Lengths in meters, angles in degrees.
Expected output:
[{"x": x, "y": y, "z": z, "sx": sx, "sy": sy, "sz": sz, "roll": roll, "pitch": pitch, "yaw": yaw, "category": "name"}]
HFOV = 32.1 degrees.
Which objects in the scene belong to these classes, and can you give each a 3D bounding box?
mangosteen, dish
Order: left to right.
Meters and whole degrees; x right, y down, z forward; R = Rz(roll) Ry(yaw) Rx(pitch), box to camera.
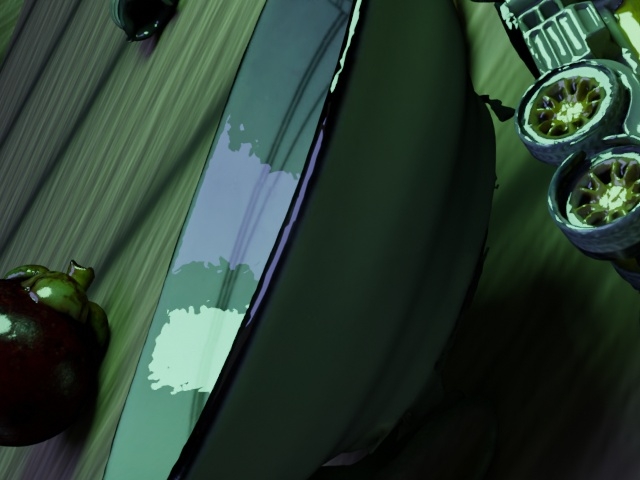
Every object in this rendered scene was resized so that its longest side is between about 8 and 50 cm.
[{"x": -0.285, "y": 0.102, "z": 1.076, "sx": 0.200, "sy": 0.200, "sz": 0.200, "roll": -44, "pitch": 36, "yaw": 44, "category": "mangosteen"}, {"x": 0.000, "y": 0.000, "z": 0.500, "sx": 0.316, "sy": 0.106, "sz": 0.316, "roll": -160, "pitch": 90, "yaw": -77, "category": "dish"}]

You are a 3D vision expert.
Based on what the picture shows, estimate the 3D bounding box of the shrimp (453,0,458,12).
[{"x": 0.042, "y": -0.087, "z": 0.668, "sx": 0.115, "sy": 0.051, "sz": 0.217, "roll": 130, "pitch": 148, "yaw": -49, "category": "shrimp"}]

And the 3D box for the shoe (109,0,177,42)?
[{"x": -0.188, "y": -0.294, "z": 1.264, "sx": 0.169, "sy": 0.071, "sz": 0.099, "roll": -61, "pitch": 29, "yaw": 28, "category": "shoe"}]

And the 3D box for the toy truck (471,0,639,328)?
[{"x": 0.133, "y": -0.053, "z": 0.394, "sx": 0.114, "sy": 0.098, "sz": 0.227, "roll": -31, "pitch": 42, "yaw": 18, "category": "toy truck"}]

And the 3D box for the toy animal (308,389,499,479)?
[{"x": -0.010, "y": 0.170, "z": 0.514, "sx": 0.138, "sy": 0.108, "sz": 0.236, "roll": 2, "pitch": 73, "yaw": 64, "category": "toy animal"}]
